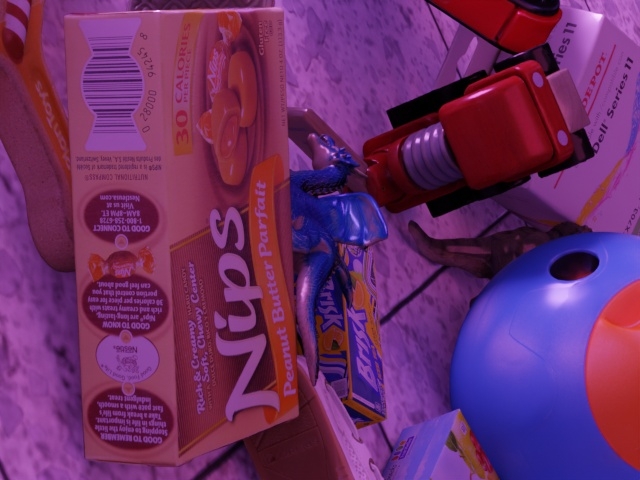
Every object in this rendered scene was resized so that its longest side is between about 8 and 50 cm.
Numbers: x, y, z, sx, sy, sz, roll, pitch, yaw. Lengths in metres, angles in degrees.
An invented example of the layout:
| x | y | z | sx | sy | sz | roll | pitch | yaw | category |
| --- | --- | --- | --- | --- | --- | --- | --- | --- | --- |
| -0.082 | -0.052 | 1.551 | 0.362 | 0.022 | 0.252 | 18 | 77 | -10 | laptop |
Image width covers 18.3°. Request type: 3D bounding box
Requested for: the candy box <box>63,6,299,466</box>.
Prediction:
| x | y | z | sx | sy | sz | roll | pitch | yaw | category |
| --- | --- | --- | --- | --- | --- | --- | --- | --- | --- |
| -0.097 | -0.010 | 1.441 | 0.183 | 0.087 | 0.316 | -14 | 104 | -62 | candy box |

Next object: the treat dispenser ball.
| x | y | z | sx | sy | sz | roll | pitch | yaw | category |
| --- | --- | --- | --- | --- | --- | --- | --- | --- | --- |
| 0.264 | 0.135 | 1.864 | 0.288 | 0.288 | 0.288 | 39 | 40 | -42 | treat dispenser ball |

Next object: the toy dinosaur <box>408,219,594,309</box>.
| x | y | z | sx | sy | sz | roll | pitch | yaw | category |
| --- | --- | --- | --- | --- | --- | --- | --- | --- | --- |
| 0.184 | 0.039 | 2.017 | 0.268 | 0.064 | 0.118 | 0 | 91 | -39 | toy dinosaur |

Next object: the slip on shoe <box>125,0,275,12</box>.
| x | y | z | sx | sy | sz | roll | pitch | yaw | category |
| --- | --- | --- | --- | --- | --- | --- | --- | --- | --- |
| -0.094 | -0.229 | 1.685 | 0.101 | 0.123 | 0.331 | 83 | 8 | -60 | slip on shoe |

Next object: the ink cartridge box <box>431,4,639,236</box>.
| x | y | z | sx | sy | sz | roll | pitch | yaw | category |
| --- | --- | --- | --- | --- | --- | --- | --- | --- | --- |
| 0.266 | -0.121 | 2.128 | 0.353 | 0.119 | 0.207 | 29 | 83 | -49 | ink cartridge box |

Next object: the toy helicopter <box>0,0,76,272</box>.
| x | y | z | sx | sy | sz | roll | pitch | yaw | category |
| --- | --- | --- | --- | --- | --- | --- | --- | --- | --- |
| -0.224 | -0.127 | 1.369 | 0.235 | 0.140 | 0.355 | -71 | 145 | -59 | toy helicopter |

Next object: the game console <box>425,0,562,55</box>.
| x | y | z | sx | sy | sz | roll | pitch | yaw | category |
| --- | --- | --- | --- | --- | --- | --- | --- | --- | --- |
| 0.085 | -0.358 | 1.982 | 0.342 | 0.060 | 0.386 | 26 | 32 | -18 | game console |

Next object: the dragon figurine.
| x | y | z | sx | sy | sz | roll | pitch | yaw | category |
| --- | --- | --- | --- | --- | --- | --- | --- | --- | --- |
| 0.000 | 0.000 | 1.624 | 0.144 | 0.085 | 0.289 | 9 | 32 | -31 | dragon figurine |

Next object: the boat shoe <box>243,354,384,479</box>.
| x | y | z | sx | sy | sz | roll | pitch | yaw | category |
| --- | --- | --- | --- | --- | --- | --- | --- | --- | --- |
| 0.019 | 0.218 | 1.576 | 0.096 | 0.098 | 0.277 | -13 | 85 | -68 | boat shoe |

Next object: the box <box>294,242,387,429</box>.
| x | y | z | sx | sy | sz | roll | pitch | yaw | category |
| --- | --- | --- | --- | --- | --- | --- | --- | --- | --- |
| 0.015 | 0.078 | 1.715 | 0.059 | 0.054 | 0.169 | 33 | 44 | -47 | box |

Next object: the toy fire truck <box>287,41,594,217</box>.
| x | y | z | sx | sy | sz | roll | pitch | yaw | category |
| --- | --- | --- | --- | --- | --- | --- | --- | --- | --- |
| 0.095 | -0.093 | 1.827 | 0.246 | 0.217 | 0.158 | -26 | 95 | -47 | toy fire truck |

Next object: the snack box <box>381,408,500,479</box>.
| x | y | z | sx | sy | sz | roll | pitch | yaw | category |
| --- | --- | --- | --- | --- | --- | --- | --- | --- | --- |
| 0.124 | 0.283 | 1.746 | 0.207 | 0.070 | 0.174 | 59 | 29 | -15 | snack box |
